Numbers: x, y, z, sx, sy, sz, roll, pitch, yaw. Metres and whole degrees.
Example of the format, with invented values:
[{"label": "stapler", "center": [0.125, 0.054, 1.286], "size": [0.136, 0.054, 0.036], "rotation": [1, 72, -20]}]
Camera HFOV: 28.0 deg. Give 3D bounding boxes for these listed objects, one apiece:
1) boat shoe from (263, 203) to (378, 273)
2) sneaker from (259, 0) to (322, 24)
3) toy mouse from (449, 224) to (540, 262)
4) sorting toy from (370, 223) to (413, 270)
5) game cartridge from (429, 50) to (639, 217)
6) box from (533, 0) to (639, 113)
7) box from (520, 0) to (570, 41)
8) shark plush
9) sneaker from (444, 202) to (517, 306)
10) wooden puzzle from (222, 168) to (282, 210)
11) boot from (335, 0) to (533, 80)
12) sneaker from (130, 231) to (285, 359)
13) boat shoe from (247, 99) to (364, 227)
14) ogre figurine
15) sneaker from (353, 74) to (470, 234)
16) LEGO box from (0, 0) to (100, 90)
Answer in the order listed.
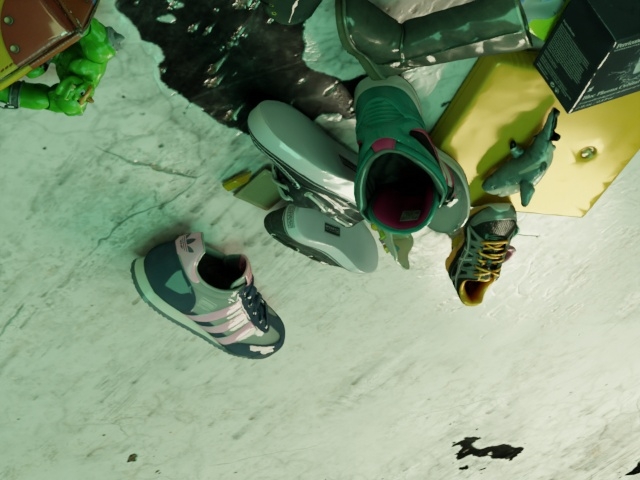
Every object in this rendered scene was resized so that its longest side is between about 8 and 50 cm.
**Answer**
[{"label": "boat shoe", "center": [0.000, 0.000, 1.887], "size": [0.076, 0.080, 0.228], "rotation": [-8, 163, 34]}, {"label": "sneaker", "center": [-0.069, -0.306, 1.434], "size": [0.222, 0.083, 0.118], "rotation": [8, 138, -33]}, {"label": "toy mouse", "center": [0.276, 0.001, 2.035], "size": [0.143, 0.031, 0.161], "rotation": [-17, 145, 0]}, {"label": "sorting toy", "center": [0.113, 0.007, 1.937], "size": [0.045, 0.075, 0.083], "rotation": [-27, 143, 13]}, {"label": "game cartridge", "center": [0.315, -0.150, 1.841], "size": [0.323, 0.053, 0.285], "rotation": [6, 138, -25]}, {"label": "box", "center": [0.381, -0.257, 1.635], "size": [0.156, 0.093, 0.158], "rotation": [-19, 156, -23]}, {"label": "box", "center": [0.262, -0.324, 1.584], "size": [0.178, 0.042, 0.109], "rotation": [21, 129, -42]}, {"label": "shark plush", "center": [0.289, -0.115, 1.792], "size": [0.067, 0.073, 0.161], "rotation": [26, 139, -3]}, {"label": "sneaker", "center": [0.250, 0.019, 1.939], "size": [0.084, 0.083, 0.215], "rotation": [-1, 145, -11]}, {"label": "wooden puzzle", "center": [-0.078, -0.073, 1.804], "size": [0.078, 0.014, 0.116], "rotation": [-30, 143, 24]}, {"label": "boot", "center": [0.138, -0.261, 1.545], "size": [0.208, 0.076, 0.189], "rotation": [-5, 163, 22]}, {"label": "sneaker", "center": [-0.130, 0.085, 1.908], "size": [0.131, 0.112, 0.319], "rotation": [-31, 143, 23]}, {"label": "boat shoe", "center": [-0.018, -0.091, 1.734], "size": [0.102, 0.108, 0.301], "rotation": [-34, 148, 20]}, {"label": "ogre figurine", "center": [-0.301, -0.210, 1.464], "size": [0.118, 0.097, 0.197], "rotation": [22, 116, -19]}, {"label": "sneaker", "center": [0.128, -0.065, 1.713], "size": [0.124, 0.178, 0.295], "rotation": [-16, 135, 21]}, {"label": "LEGO box", "center": [-0.502, -0.231, 1.140], "size": [0.500, 0.193, 0.372], "rotation": [-29, 116, 16]}]
